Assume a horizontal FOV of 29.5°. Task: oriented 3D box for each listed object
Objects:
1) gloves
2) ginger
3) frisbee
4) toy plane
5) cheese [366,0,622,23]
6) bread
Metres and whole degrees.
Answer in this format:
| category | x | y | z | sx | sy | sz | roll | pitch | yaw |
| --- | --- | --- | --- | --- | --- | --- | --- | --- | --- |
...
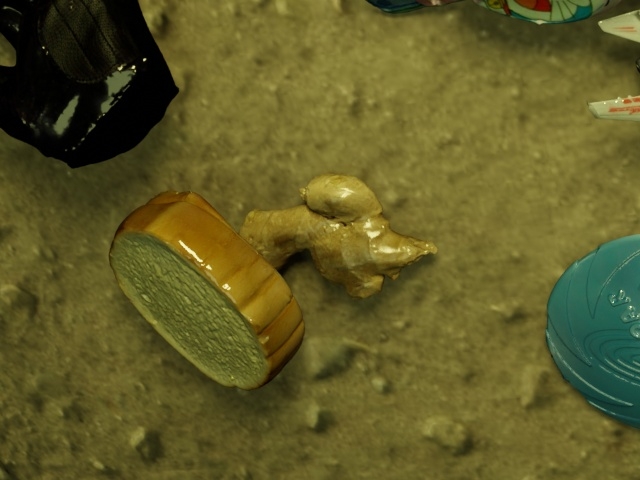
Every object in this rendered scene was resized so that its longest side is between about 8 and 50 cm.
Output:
| category | x | y | z | sx | sy | sz | roll | pitch | yaw |
| --- | --- | --- | --- | --- | --- | --- | --- | --- | --- |
| gloves | -0.277 | -0.197 | 1.142 | 0.301 | 0.152 | 0.197 | 43 | 109 | 0 |
| ginger | 0.000 | 0.009 | 1.219 | 0.214 | 0.059 | 0.133 | -28 | 104 | 35 |
| frisbee | 0.329 | 0.101 | 1.143 | 0.242 | 0.045 | 0.242 | 12 | 129 | 16 |
| toy plane | 0.298 | -0.129 | 0.966 | 0.162 | 0.065 | 0.171 | -35 | 117 | 14 |
| cheese | 0.140 | -0.218 | 0.953 | 0.286 | 0.074 | 0.189 | -1 | 162 | 39 |
| bread | -0.119 | 0.053 | 1.255 | 0.236 | 0.070 | 0.236 | 32 | 150 | 21 |
